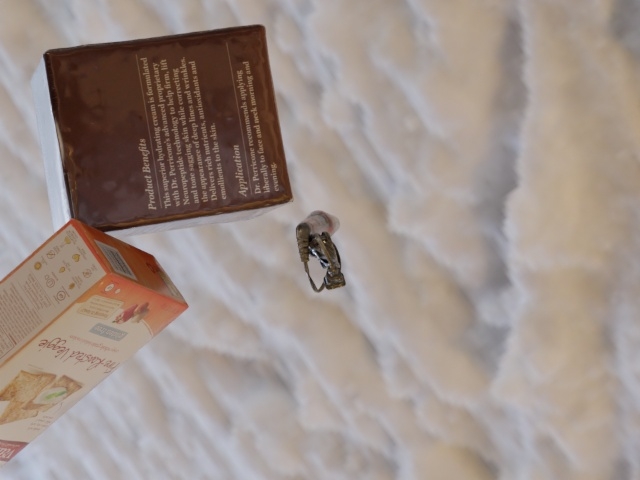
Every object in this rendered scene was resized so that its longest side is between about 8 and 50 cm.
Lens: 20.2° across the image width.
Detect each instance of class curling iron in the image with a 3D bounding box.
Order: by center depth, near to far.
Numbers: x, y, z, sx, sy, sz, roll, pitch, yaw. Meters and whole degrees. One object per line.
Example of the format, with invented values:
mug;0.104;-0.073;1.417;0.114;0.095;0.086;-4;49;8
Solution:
curling iron;0.000;0.000;1.731;0.274;0.035;0.068;-81;-26;-82

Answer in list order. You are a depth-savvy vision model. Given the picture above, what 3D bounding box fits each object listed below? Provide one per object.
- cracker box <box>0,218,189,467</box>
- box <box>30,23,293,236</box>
cracker box;-0.241;0.093;1.506;0.067;0.232;0.155;54;-171;21
box;-0.149;-0.094;1.652;0.167;0.203;0.168;166;96;-76
